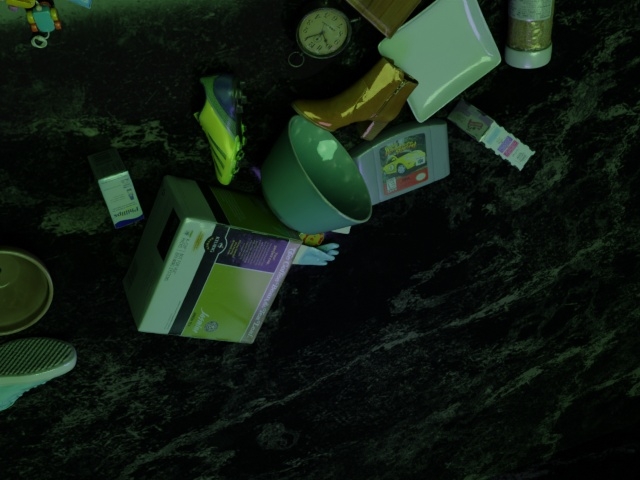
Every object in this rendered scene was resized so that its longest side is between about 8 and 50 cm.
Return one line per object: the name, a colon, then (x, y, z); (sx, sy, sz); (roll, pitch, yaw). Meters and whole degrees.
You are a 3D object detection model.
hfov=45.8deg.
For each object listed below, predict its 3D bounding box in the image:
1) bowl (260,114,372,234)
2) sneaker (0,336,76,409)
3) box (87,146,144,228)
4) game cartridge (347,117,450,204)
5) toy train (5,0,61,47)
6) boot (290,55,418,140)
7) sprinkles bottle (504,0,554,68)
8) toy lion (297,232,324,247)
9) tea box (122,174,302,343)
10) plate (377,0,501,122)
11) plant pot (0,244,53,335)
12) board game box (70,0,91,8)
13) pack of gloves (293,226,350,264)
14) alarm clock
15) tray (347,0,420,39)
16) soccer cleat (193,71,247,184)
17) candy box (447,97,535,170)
bowl: (-0.030, -0.138, 1.871); (0.163, 0.312, 0.311); (-34, 134, 26)
sneaker: (-0.792, 0.353, 1.914); (0.365, 0.135, 0.150); (-11, 135, -9)
box: (-0.470, -0.121, 1.738); (0.072, 0.126, 0.137); (-21, 130, -15)
game cartridge: (0.218, -0.220, 2.070); (0.294, 0.060, 0.196); (-22, 125, -12)
toy train: (-0.599, -0.456, 1.498); (0.125, 0.046, 0.166); (-28, 147, 28)
boot: (0.088, -0.365, 1.850); (0.295, 0.104, 0.211); (9, 128, -40)
sprinkles bottle: (0.533, -0.619, 1.906); (0.121, 0.121, 0.355); (-18, 128, -15)
toy lion: (-0.041, -0.003, 2.105); (0.100, 0.034, 0.096); (-39, 138, 2)
tea box: (-0.275, 0.054, 1.898); (0.323, 0.220, 0.329); (13, 115, -32)
plate: (0.302, -0.483, 1.933); (0.277, 0.045, 0.278); (-37, 131, 2)
plant pot: (-0.750, 0.097, 1.758); (0.237, 0.110, 0.237); (-13, 126, -19)
board game box: (-0.492, -0.580, 1.465); (0.160, 0.039, 0.212); (14, 114, -34)
pack of gloves: (0.000, 0.000, 2.080); (0.232, 0.046, 0.195); (2, 126, -45)
alarm clock: (-0.009, -0.479, 1.761); (0.129, 0.064, 0.192); (29, 118, -32)
tray: (0.215, -0.689, 1.729); (0.202, 0.076, 0.411); (30, 106, -38)
soccer cleat: (-0.240, -0.266, 1.799); (0.121, 0.093, 0.289); (9, 127, 3)
candy box: (0.467, -0.290, 2.072); (0.196, 0.165, 0.070); (25, 108, -37)
